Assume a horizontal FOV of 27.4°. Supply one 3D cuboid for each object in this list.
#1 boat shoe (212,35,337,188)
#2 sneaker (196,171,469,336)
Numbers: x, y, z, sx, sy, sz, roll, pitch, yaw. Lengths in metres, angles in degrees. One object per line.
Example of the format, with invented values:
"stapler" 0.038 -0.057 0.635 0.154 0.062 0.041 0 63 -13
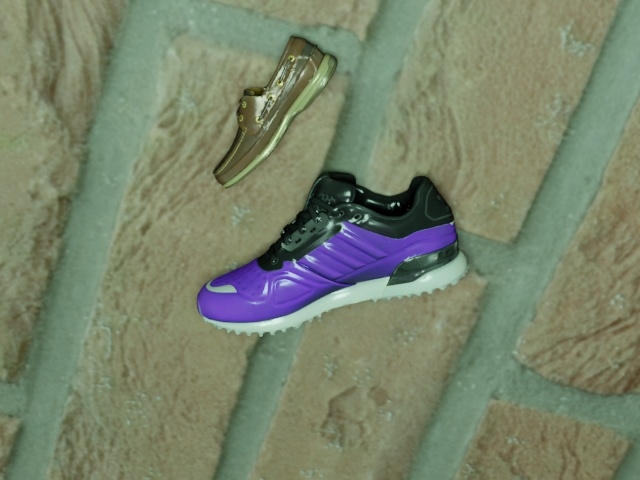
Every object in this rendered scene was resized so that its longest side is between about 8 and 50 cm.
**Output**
"boat shoe" -0.058 -0.132 1.346 0.060 0.064 0.178 36 106 -12
"sneaker" 0.000 0.000 1.400 0.294 0.102 0.146 -14 113 2
